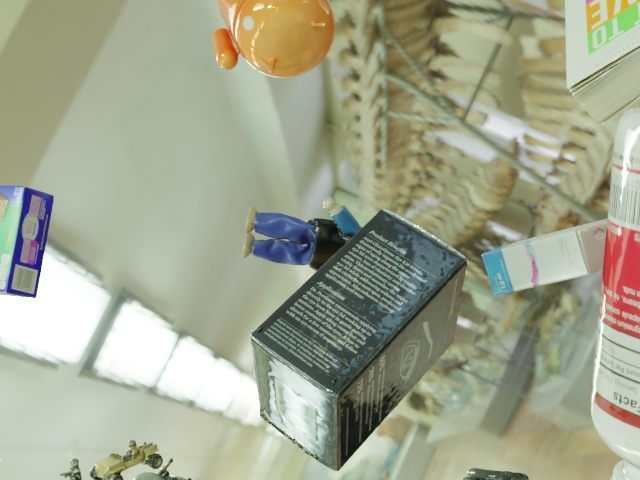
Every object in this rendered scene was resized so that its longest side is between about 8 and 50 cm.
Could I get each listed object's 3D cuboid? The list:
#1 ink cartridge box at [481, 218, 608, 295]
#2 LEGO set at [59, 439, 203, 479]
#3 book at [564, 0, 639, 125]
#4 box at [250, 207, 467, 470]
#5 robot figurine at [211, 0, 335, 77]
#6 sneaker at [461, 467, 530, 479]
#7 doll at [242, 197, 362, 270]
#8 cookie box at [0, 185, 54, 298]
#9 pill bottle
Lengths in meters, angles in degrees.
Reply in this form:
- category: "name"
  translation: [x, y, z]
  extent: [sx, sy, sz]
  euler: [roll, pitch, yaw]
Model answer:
- category: "ink cartridge box"
  translation: [0.253, 0.018, 1.128]
  extent: [0.122, 0.052, 0.089]
  euler: [-19, -3, 43]
- category: "LEGO set"
  translation: [-0.057, 0.074, 0.299]
  extent: [0.054, 0.083, 0.023]
  euler: [-17, -72, -33]
- category: "book"
  translation: [0.200, -0.148, 0.644]
  extent: [0.096, 0.035, 0.144]
  euler: [-34, 27, 33]
- category: "box"
  translation: [0.040, 0.097, 1.031]
  extent: [0.207, 0.108, 0.153]
  euler: [-43, -28, -29]
- category: "robot figurine"
  translation: [-0.054, -0.284, 1.287]
  extent: [0.219, 0.158, 0.128]
  euler: [-115, 26, -52]
- category: "sneaker"
  translation: [0.276, 0.388, 1.347]
  extent: [0.104, 0.296, 0.146]
  euler: [39, -107, -46]
- category: "doll"
  translation: [0.000, 0.000, 1.305]
  extent: [0.046, 0.189, 0.129]
  euler: [-84, 3, -59]
- category: "cookie box"
  translation: [-0.285, 0.000, 0.877]
  extent: [0.040, 0.107, 0.091]
  euler: [26, -111, -61]
- category: "pill bottle"
  translation: [0.375, 0.084, 0.966]
  extent: [0.229, 0.229, 0.407]
  euler: [-39, -48, -75]
